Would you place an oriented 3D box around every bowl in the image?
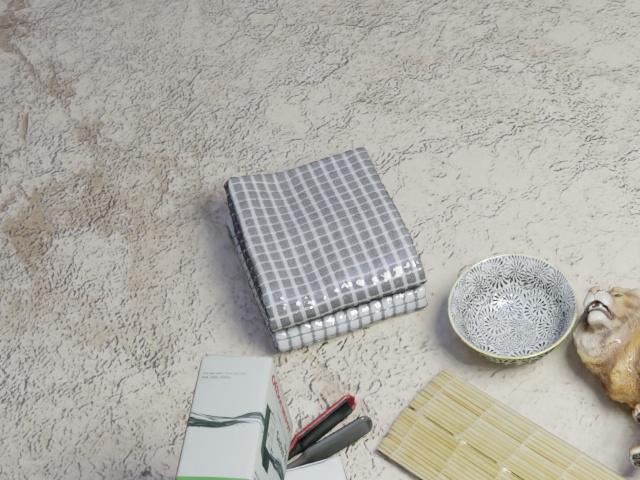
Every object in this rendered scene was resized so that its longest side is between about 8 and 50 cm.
[{"bbox_3d":[0.256,0.107,1.683,0.170,0.080,0.170,-5,51,7],"label":"bowl"}]

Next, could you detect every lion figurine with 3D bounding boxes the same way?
[{"bbox_3d":[0.495,0.157,1.532,0.392,0.142,0.240,4,37,21],"label":"lion figurine"}]

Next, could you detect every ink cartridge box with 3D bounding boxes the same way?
[{"bbox_3d":[-0.095,0.251,1.405,0.086,0.153,0.208,0,51,11],"label":"ink cartridge box"}]

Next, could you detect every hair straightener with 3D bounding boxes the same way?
[{"bbox_3d":[-0.026,0.293,1.611,0.230,0.047,0.089,-33,52,-15],"label":"hair straightener"}]

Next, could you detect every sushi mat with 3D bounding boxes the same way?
[{"bbox_3d":[0.234,0.287,1.582,0.316,0.019,0.151,30,64,31],"label":"sushi mat"}]

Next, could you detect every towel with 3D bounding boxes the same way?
[{"bbox_3d":[0.000,0.000,1.797,0.235,0.121,0.284,-19,50,-5],"label":"towel"}]

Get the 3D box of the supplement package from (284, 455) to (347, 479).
[{"bbox_3d":[-0.072,0.401,1.471,0.261,0.145,0.204,-15,50,0],"label":"supplement package"}]
